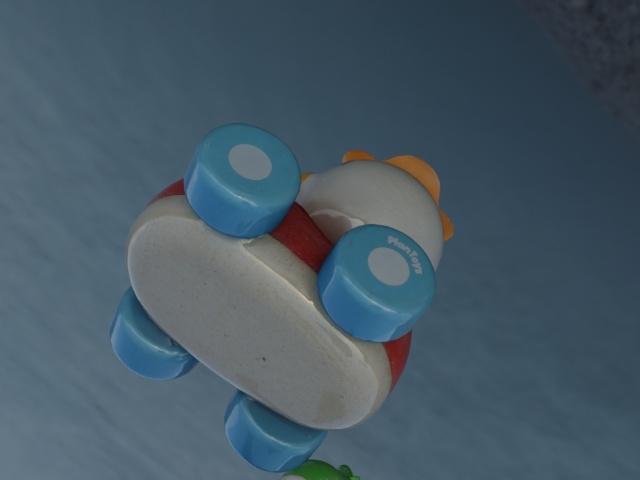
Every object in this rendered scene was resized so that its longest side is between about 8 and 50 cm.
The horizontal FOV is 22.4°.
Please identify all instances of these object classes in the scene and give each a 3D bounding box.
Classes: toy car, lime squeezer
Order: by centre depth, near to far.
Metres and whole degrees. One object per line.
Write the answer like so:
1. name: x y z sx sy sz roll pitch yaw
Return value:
1. toy car: 0.000 0.000 1.157 0.210 0.238 0.219 37 137 4
2. lime squeezer: -0.014 0.208 1.247 0.310 0.110 0.059 22 -136 -64

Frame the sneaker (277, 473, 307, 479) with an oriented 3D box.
1. sneaker: -0.046 0.221 1.089 0.051 0.070 0.134 38 122 14
